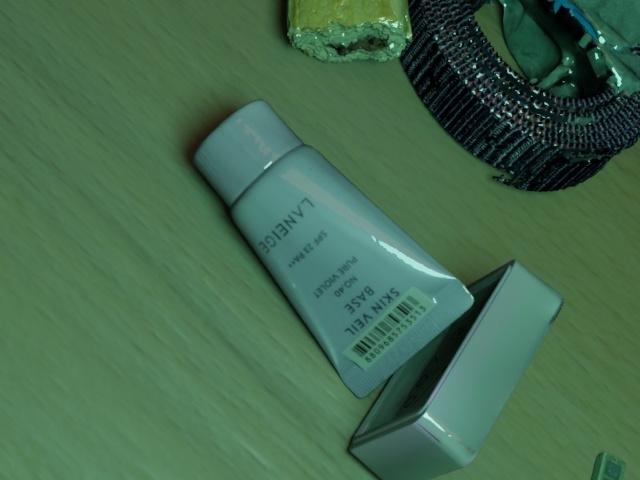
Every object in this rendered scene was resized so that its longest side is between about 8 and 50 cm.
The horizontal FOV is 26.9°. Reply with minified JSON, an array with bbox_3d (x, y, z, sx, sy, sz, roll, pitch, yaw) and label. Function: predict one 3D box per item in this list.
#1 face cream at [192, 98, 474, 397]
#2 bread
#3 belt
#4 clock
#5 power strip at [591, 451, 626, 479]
[{"bbox_3d":[0.000,0.000,1.228,0.274,0.154,0.096,49,21,6],"label":"face cream"},{"bbox_3d":[0.029,-0.234,1.354,0.125,0.082,0.106,-2,61,2],"label":"bread"},{"bbox_3d":[0.217,-0.216,1.412,0.260,0.122,0.325,-29,80,-24],"label":"belt"},{"bbox_3d":[0.121,0.122,1.207,0.063,0.150,0.197,40,59,-7],"label":"clock"},{"bbox_3d":[0.276,0.245,1.301,0.027,0.017,0.083,27,59,-9],"label":"power strip"}]
